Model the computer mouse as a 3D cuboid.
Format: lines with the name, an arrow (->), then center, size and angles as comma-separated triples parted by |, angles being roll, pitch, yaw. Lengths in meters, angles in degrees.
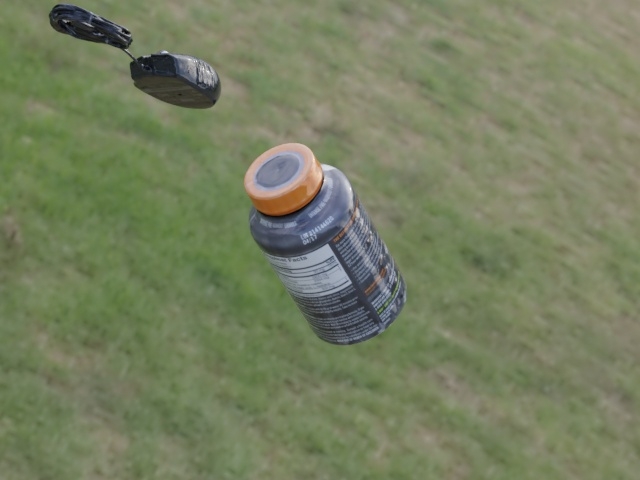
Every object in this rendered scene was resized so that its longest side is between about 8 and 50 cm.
computer mouse -> -0.175, -0.185, 1.558 | 0.071, 0.041, 0.242 | 0, -16, 30

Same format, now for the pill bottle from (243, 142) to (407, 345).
pill bottle -> 0.000, 0.000, 1.862 | 0.245, 0.130, 0.130 | 60, 0, -40
